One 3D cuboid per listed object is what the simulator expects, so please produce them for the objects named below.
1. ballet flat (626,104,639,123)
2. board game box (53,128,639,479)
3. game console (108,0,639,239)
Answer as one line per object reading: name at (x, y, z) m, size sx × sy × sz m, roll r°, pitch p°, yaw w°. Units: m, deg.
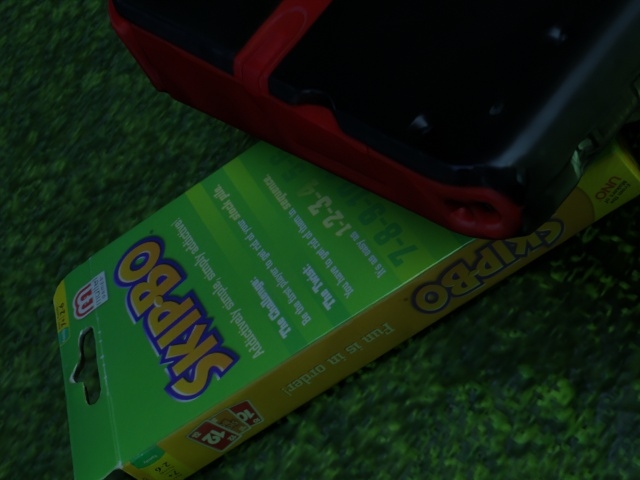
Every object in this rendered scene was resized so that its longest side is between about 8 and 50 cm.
ballet flat at (0.175, -0.097, 0.651) m, size 0.248 × 0.086 × 0.086 m, roll -27°, pitch 44°, yaw 31°
board game box at (0.000, 0.000, 0.765) m, size 0.259 × 0.039 × 0.124 m, roll -31°, pitch 42°, yaw 16°
game console at (0.100, -0.188, 0.726) m, size 0.386 × 0.060 × 0.342 m, roll -51°, pitch 35°, yaw -6°
